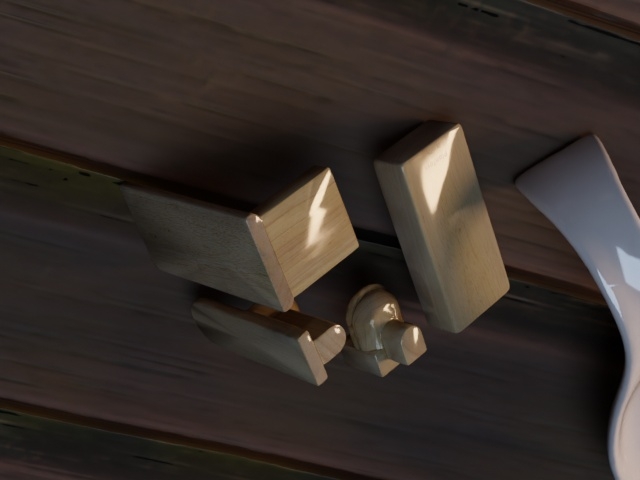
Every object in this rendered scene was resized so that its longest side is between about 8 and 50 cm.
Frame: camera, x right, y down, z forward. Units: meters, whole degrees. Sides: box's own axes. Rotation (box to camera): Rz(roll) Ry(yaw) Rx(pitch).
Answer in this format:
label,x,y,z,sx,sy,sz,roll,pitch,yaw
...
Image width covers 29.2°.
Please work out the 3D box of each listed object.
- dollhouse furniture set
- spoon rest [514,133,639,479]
label,x,y,z,sx,sy,sz,roll,pitch,yaw
dollhouse furniture set,0.000,0.000,0.713,0.151,0.123,0.144,-37,121,-29
spoon rest,0.210,0.069,0.743,0.137,0.084,0.276,-32,115,8
